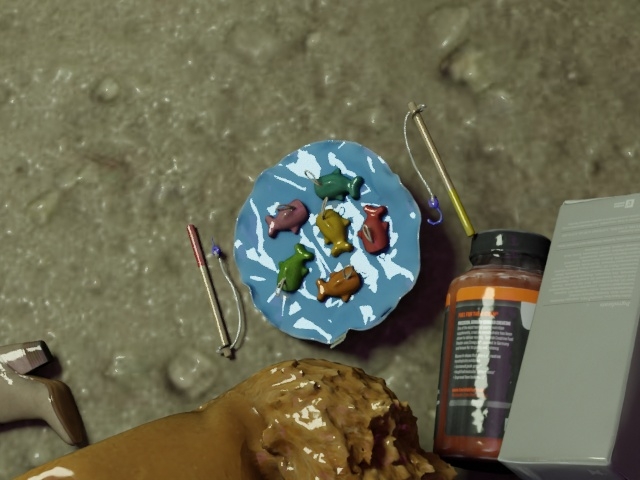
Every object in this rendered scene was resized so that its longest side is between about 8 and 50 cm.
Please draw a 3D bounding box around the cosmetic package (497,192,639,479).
[{"bbox_3d":[0.234,0.093,0.890,0.107,0.127,0.238,-5,52,44],"label":"cosmetic package"}]

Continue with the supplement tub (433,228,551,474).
[{"bbox_3d":[0.154,0.093,0.954,0.106,0.106,0.198,4,75,10],"label":"supplement tub"}]

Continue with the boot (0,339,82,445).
[{"bbox_3d":[-0.277,0.151,1.046,0.087,0.042,0.118,-28,71,7],"label":"boot"}]

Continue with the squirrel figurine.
[{"bbox_3d":[-0.033,0.303,0.846,0.397,0.281,0.370,-26,78,4],"label":"squirrel figurine"}]

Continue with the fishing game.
[{"bbox_3d":[0.000,0.000,1.011,0.264,0.041,0.189,-24,72,18],"label":"fishing game"}]
